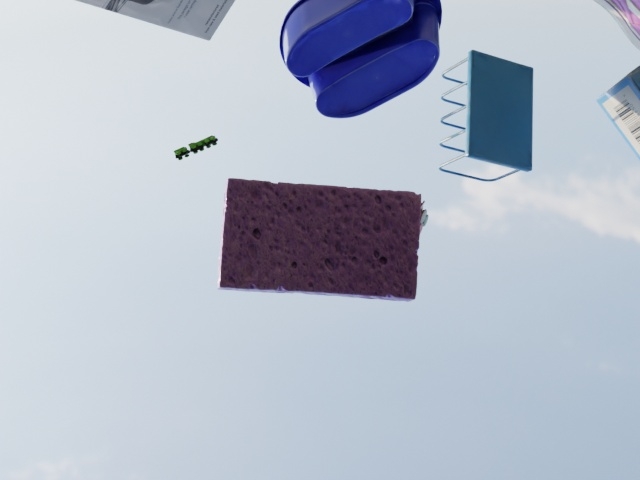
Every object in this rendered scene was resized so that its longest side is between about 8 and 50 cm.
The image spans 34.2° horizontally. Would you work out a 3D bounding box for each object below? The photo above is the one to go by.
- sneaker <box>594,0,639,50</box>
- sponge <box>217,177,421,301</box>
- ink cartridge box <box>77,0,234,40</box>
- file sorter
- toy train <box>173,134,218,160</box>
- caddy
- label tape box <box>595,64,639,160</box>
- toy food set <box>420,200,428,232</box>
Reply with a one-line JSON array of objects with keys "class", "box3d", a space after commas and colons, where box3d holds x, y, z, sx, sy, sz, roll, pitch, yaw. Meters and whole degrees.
[{"class": "sneaker", "box3d": [0.526, -0.458, 1.754, 0.282, 0.161, 0.102, 45, -111, 6]}, {"class": "sponge", "box3d": [0.000, 0.000, 1.097, 0.210, 0.117, 0.031, 4, 169, -8]}, {"class": "ink cartridge box", "box3d": [-0.264, -0.424, 1.484, 0.273, 0.114, 0.197, 13, -129, -29]}, {"class": "file sorter", "box3d": [0.253, -0.189, 1.627, 0.118, 0.170, 0.104, 11, 165, -26]}, {"class": "toy train", "box3d": [-0.221, -0.166, 1.846, 0.083, 0.017, 0.024, -25, -144, -12]}, {"class": "caddy", "box3d": [0.080, -0.402, 2.064, 0.341, 0.241, 0.179, -25, -144, 18]}, {"class": "label tape box", "box3d": [0.637, -0.217, 1.609, 0.347, 0.115, 0.249, -34, -95, -23]}, {"class": "toy food set", "box3d": [0.157, -0.027, 1.749, 0.020, 0.082, 0.083, 22, 167, 20]}]
